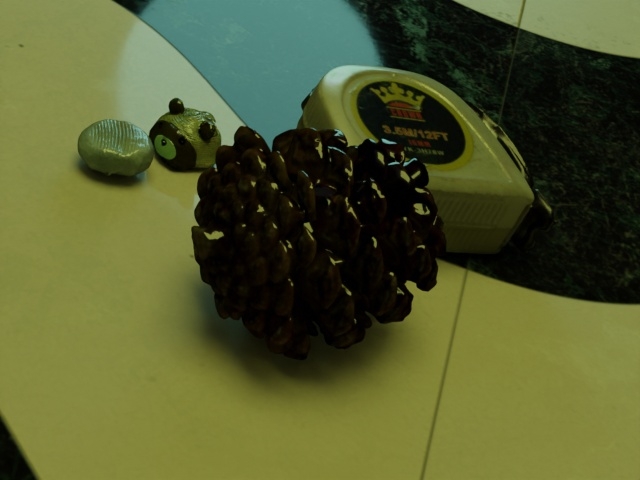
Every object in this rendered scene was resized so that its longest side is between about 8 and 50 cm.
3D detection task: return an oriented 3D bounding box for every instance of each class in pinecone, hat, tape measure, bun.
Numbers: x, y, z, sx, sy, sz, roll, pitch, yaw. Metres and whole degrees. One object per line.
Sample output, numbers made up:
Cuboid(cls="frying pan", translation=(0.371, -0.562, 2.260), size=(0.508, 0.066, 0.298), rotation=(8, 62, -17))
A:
Cuboid(cls="pinecone", translation=(0.000, 0.000, 1.421), size=(0.273, 0.224, 0.224), rotation=(3, 37, -35))
Cuboid(cls="hat", translation=(-0.148, -0.122, 1.657), size=(0.076, 0.059, 0.077), rotation=(2, 33, -32))
Cuboid(cls="tape measure", translation=(0.105, -0.091, 1.683), size=(0.271, 0.133, 0.231), rotation=(3, 45, -25))
Cuboid(cls="bun", translation=(-0.222, -0.097, 1.594), size=(0.083, 0.045, 0.083), rotation=(11, 35, -8))
